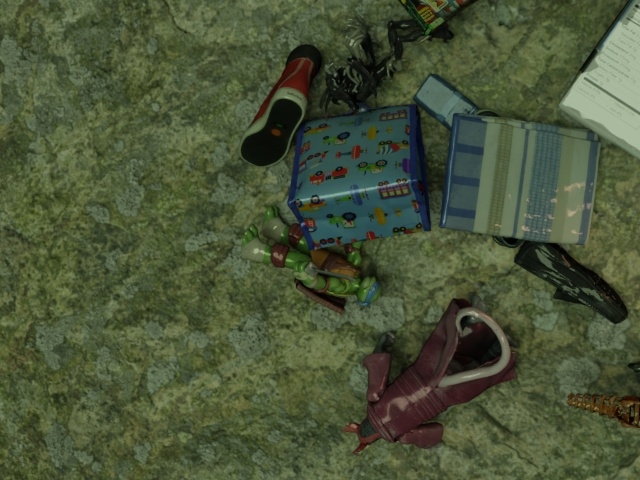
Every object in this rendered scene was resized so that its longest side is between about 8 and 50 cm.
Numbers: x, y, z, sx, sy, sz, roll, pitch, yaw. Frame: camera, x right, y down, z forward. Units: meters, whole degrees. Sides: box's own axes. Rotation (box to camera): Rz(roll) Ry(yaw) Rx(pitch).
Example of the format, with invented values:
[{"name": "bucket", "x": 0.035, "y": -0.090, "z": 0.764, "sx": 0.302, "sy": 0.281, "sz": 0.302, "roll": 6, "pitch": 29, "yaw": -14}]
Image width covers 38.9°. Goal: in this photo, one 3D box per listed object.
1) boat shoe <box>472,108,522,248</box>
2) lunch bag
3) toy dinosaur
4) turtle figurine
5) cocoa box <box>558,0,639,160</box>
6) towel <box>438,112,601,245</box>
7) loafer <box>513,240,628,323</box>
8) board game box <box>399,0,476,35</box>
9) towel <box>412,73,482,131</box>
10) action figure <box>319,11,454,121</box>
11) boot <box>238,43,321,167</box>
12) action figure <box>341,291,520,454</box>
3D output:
[{"name": "boat shoe", "x": 0.319, "y": -0.109, "z": 1.626, "sx": 0.095, "sy": 0.079, "sz": 0.254, "roll": -8, "pitch": 99, "yaw": 4}, {"name": "lunch bag", "x": 0.070, "y": -0.147, "z": 1.611, "sx": 0.221, "sy": 0.293, "sz": 0.138, "roll": -9, "pitch": 138, "yaw": 12}, {"name": "toy dinosaur", "x": 0.602, "y": 0.276, "z": 1.551, "sx": 0.322, "sy": 0.218, "sz": 0.164, "roll": 23, "pitch": 106, "yaw": 11}, {"name": "turtle figurine", "x": 0.000, "y": 0.000, "z": 1.691, "sx": 0.266, "sy": 0.274, "sz": 0.197, "roll": 21, "pitch": 71, "yaw": 16}, {"name": "cocoa box", "x": 0.531, "y": -0.246, "z": 1.408, "sx": 0.231, "sy": 0.347, "sz": 0.228, "roll": 35, "pitch": 107, "yaw": 8}, {"name": "towel", "x": 0.349, "y": -0.106, "z": 1.573, "sx": 0.285, "sy": 0.034, "sz": 0.209, "roll": 6, "pitch": 90, "yaw": -13}, {"name": "loafer", "x": 0.452, "y": 0.078, "z": 1.637, "sx": 0.223, "sy": 0.076, "sz": 0.078, "roll": 39, "pitch": 113, "yaw": 11}, {"name": "board game box", "x": 0.237, "y": -0.470, "z": 1.543, "sx": 0.260, "sy": 0.030, "sz": 0.136, "roll": -38, "pitch": 86, "yaw": -18}, {"name": "towel", "x": 0.232, "y": -0.248, "z": 1.661, "sx": 0.119, "sy": 0.029, "sz": 0.067, "roll": 39, "pitch": 106, "yaw": 5}, {"name": "action figure", "x": 0.090, "y": -0.337, "z": 1.622, "sx": 0.276, "sy": 0.164, "sz": 0.141, "roll": -33, "pitch": 119, "yaw": 12}, {"name": "boot", "x": -0.071, "y": -0.258, "z": 1.724, "sx": 0.088, "sy": 0.176, "sz": 0.244, "roll": 26, "pitch": 144, "yaw": -13}, {"name": "action figure", "x": 0.200, "y": 0.284, "z": 1.654, "sx": 0.370, "sy": 0.276, "sz": 0.248, "roll": -40, "pitch": 93, "yaw": 5}]
